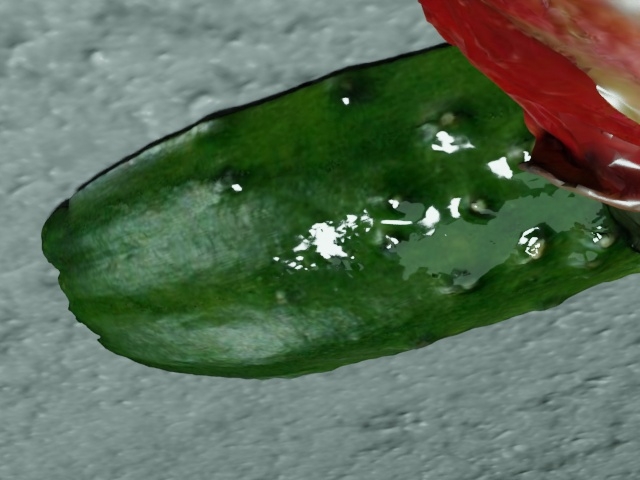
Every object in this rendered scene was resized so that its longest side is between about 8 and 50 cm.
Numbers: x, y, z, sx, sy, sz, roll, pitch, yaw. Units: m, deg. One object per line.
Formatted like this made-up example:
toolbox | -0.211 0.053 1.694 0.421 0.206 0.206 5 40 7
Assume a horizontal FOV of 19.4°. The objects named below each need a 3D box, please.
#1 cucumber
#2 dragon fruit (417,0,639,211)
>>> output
cucumber | -0.001 0.001 0.932 0.325 0.105 0.145 -14 152 21
dragon fruit | 0.140 -0.141 0.509 0.277 0.277 0.342 -9 134 5
